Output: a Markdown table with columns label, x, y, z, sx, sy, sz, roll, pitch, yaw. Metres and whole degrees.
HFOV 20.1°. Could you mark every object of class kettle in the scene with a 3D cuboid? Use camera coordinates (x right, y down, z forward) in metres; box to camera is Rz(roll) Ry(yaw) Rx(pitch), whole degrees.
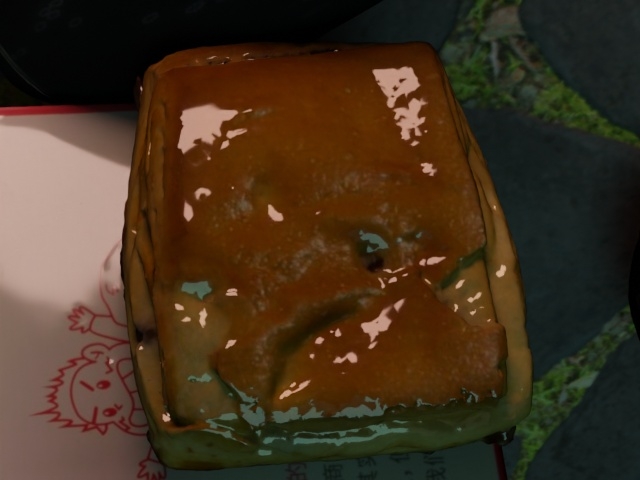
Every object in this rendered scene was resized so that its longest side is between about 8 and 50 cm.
| label | x | y | z | sx | sy | sz | roll | pitch | yaw |
| --- | --- | --- | --- | --- | --- | --- | --- | --- | --- |
| kettle | -0.061 | -0.174 | 1.059 | 0.290 | 0.207 | 0.268 | -33 | 151 | 24 |

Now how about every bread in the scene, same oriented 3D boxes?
| label | x | y | z | sx | sy | sz | roll | pitch | yaw |
| --- | --- | --- | --- | --- | --- | --- | --- | --- | --- |
| bread | 0.000 | 0.000 | 0.954 | 0.210 | 0.235 | 0.099 | -4 | 157 | -12 |

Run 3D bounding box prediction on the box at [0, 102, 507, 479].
| label | x | y | z | sx | sy | sz | roll | pitch | yaw |
| --- | --- | --- | --- | --- | --- | --- | --- | --- | --- |
| box | -0.070 | 0.107 | 1.116 | 0.312 | 0.314 | 0.300 | -3 | 156 | -11 |

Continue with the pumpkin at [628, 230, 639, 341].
| label | x | y | z | sx | sy | sz | roll | pitch | yaw |
| --- | --- | --- | --- | --- | --- | --- | --- | --- | --- |
| pumpkin | 0.337 | 0.030 | 1.302 | 0.233 | 0.163 | 0.233 | -9 | 119 | -16 |
